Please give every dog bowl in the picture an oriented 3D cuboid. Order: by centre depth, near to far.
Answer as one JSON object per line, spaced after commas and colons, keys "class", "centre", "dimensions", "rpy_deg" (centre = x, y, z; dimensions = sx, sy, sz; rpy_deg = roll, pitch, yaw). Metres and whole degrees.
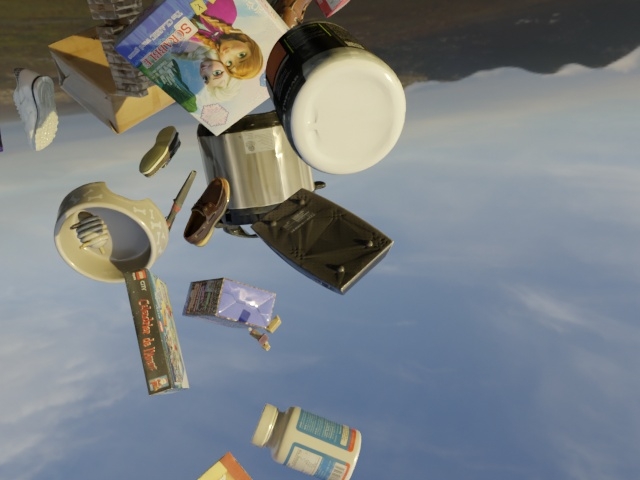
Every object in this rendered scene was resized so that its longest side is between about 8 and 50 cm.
{"class": "dog bowl", "centre": [-0.669, -0.011, 1.612], "dimensions": [0.349, 0.348, 0.102], "rpy_deg": [-7, -145, 1]}

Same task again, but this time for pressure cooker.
{"class": "pressure cooker", "centre": [-0.210, -0.216, 1.714], "dimensions": [0.370, 0.420, 0.375], "rpy_deg": [-1, -163, 28]}

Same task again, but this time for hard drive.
{"class": "hard drive", "centre": [0.000, 0.000, 1.023], "dimensions": [0.255, 0.054, 0.172], "rpy_deg": [33, -121, 31]}

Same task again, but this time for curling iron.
{"class": "curling iron", "centre": [-0.466, -0.124, 1.650], "dimensions": [0.035, 0.274, 0.068], "rpy_deg": [19, -143, -23]}

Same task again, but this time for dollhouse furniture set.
{"class": "dollhouse furniture set", "centre": [-0.193, 0.311, 1.791], "dimensions": [0.081, 0.091, 0.114], "rpy_deg": [29, -111, 33]}

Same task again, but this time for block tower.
{"class": "block tower", "centre": [-0.483, -0.527, 1.231], "dimensions": [0.091, 0.335, 0.097], "rpy_deg": [13, -144, 29]}

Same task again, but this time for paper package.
{"class": "paper package", "centre": [-0.632, -0.550, 1.640], "dimensions": [0.309, 0.168, 0.325], "rpy_deg": [38, -122, 13]}

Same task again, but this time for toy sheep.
{"class": "toy sheep", "centre": [-0.637, -0.021, 1.414], "dimensions": [0.091, 0.132, 0.091], "rpy_deg": [-22, -172, 3]}

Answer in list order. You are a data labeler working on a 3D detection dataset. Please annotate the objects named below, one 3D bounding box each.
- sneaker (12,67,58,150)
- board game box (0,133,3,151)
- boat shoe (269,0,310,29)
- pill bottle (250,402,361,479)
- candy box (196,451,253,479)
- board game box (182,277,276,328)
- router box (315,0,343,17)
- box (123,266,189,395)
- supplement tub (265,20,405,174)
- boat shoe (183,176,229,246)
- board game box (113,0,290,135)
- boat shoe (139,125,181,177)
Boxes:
{"class": "sneaker", "centre": [-0.811, -0.367, 1.432], "dimensions": [0.095, 0.235, 0.090], "rpy_deg": [20, -148, 0]}
{"class": "board game box", "centre": [-0.829, -0.395, 1.166], "dimensions": [0.056, 0.346, 0.208], "rpy_deg": [-12, 173, -10]}
{"class": "boat shoe", "centre": [-0.089, -0.627, 1.422], "dimensions": [0.307, 0.104, 0.111], "rpy_deg": [-32, 177, 37]}
{"class": "pill bottle", "centre": [-0.034, 0.438, 1.110], "dimensions": [0.221, 0.124, 0.124], "rpy_deg": [22, -163, 0]}
{"class": "candy box", "centre": [-0.190, 0.566, 0.995], "dimensions": [0.183, 0.316, 0.087], "rpy_deg": [43, -136, 15]}
{"class": "board game box", "centre": [-0.355, 0.247, 1.953], "dimensions": [0.232, 0.141, 0.291], "rpy_deg": [22, 160, -33]}
{"class": "router box", "centre": [-0.001, -0.707, 1.095], "dimensions": [0.082, 0.335, 0.301], "rpy_deg": [-41, -167, -17]}
{"class": "box", "centre": [-0.319, 0.182, 0.996], "dimensions": [0.044, 0.233, 0.159], "rpy_deg": [-16, 165, -7]}
{"class": "supplement tub", "centre": [0.010, -0.263, 0.880], "dimensions": [0.194, 0.193, 0.316], "rpy_deg": [-9, -144, -8]}
{"class": "boat shoe", "centre": [-0.273, -0.071, 1.213], "dimensions": [0.064, 0.178, 0.060], "rpy_deg": [23, 178, 25]}
{"class": "board game box", "centre": [-0.239, -0.436, 1.168], "dimensions": [0.319, 0.318, 0.066], "rpy_deg": [-30, -135, 24]}
{"class": "boat shoe", "centre": [-0.518, -0.280, 1.662], "dimensions": [0.081, 0.068, 0.227], "rpy_deg": [0, -131, 20]}
